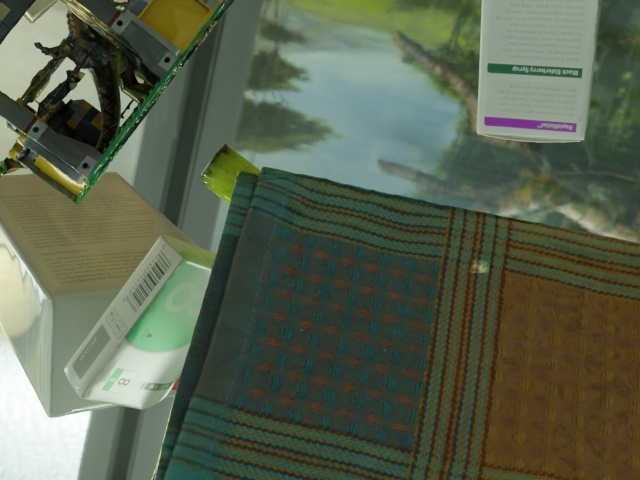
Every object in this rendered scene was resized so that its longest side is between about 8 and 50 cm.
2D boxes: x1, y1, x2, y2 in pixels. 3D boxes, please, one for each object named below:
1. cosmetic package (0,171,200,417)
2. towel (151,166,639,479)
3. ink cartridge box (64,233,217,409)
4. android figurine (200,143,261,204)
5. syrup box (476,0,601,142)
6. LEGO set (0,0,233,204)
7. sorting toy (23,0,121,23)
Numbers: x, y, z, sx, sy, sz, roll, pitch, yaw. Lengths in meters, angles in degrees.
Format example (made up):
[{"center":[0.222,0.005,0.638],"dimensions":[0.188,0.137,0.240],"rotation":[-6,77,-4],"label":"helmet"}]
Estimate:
[{"center":[-0.321,0.046,1.195],"dimensions":[0.230,0.162,0.453],"rotation":[-4,-156,-31],"label":"cosmetic package"},{"center":[0.104,0.099,0.460],"dimensions":[0.370,0.271,0.040],"rotation":[10,148,3],"label":"towel"},{"center":[-0.129,0.103,0.928],"dimensions":[0.224,0.181,0.056],"rotation":[25,-164,-48],"label":"ink cartridge box"},{"center":[0.000,0.000,0.897],"dimensions":[0.273,0.056,0.248],"rotation":[35,175,-3],"label":"android figurine"},{"center":[0.187,-0.209,0.729],"dimensions":[0.096,0.237,0.093],"rotation":[8,-153,17],"label":"syrup box"},{"center":[-0.169,-0.192,0.613],"dimensions":[0.192,0.331,0.255],"rotation":[37,-178,-13],"label":"LEGO set"},{"center":[-0.367,-0.382,1.072],"dimensions":[0.196,0.348,0.047],"rotation":[-20,-151,41],"label":"sorting toy"}]
